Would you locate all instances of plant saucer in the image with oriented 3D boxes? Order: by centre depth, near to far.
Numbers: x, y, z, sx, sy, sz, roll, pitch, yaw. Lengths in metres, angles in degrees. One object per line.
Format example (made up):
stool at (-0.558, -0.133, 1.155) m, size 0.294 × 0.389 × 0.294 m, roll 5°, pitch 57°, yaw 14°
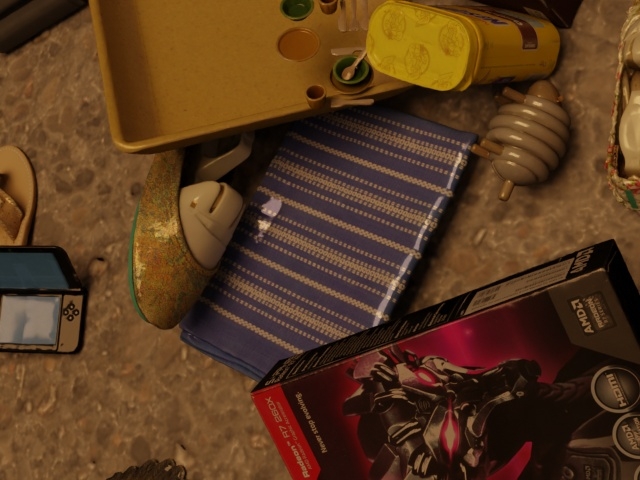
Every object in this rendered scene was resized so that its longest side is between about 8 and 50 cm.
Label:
plant saucer at (-0.083, -0.242, 1.356) m, size 0.333 × 0.081 × 0.332 m, roll -13°, pitch 58°, yaw -3°

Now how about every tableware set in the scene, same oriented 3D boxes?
tableware set at (0.003, -0.202, 1.263) m, size 0.104 × 0.024 × 0.154 m, roll -3°, pitch 59°, yaw 4°

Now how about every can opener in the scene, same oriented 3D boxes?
can opener at (-0.361, -0.351, 1.622) m, size 0.283 × 0.095 × 0.076 m, roll -25°, pitch 65°, yaw 24°

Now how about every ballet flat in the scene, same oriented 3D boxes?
ballet flat at (0.320, -0.145, 1.163) m, size 0.091 × 0.077 × 0.241 m, roll -2°, pitch 76°, yaw 32°
ballet flat at (-0.132, -0.066, 1.353) m, size 0.123 × 0.123 × 0.348 m, roll -16°, pitch 49°, yaw 27°

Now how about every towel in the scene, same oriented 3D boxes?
towel at (0.000, 0.000, 1.311) m, size 0.243 × 0.040 × 0.336 m, roll 24°, pitch 84°, yaw 38°

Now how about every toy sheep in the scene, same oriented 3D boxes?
toy sheep at (0.204, -0.101, 1.216) m, size 0.091 × 0.091 × 0.132 m, roll 21°, pitch 84°, yaw 34°

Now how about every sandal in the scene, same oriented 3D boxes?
sandal at (-0.431, -0.026, 1.588) m, size 0.088 × 0.079 × 0.240 m, roll -14°, pitch 70°, yaw 28°

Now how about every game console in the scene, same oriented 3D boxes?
game console at (-0.373, 0.075, 1.503) m, size 0.144 × 0.085 × 0.124 m, roll 0°, pitch 77°, yaw 15°

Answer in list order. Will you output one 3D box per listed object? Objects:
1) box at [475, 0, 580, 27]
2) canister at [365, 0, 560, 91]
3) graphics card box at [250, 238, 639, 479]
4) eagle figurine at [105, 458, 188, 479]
box at (0.199, -0.356, 1.237) m, size 0.167 × 0.168 × 0.203 m, roll 26°, pitch 91°, yaw 33°
canister at (0.147, -0.198, 1.219) m, size 0.126 × 0.170 × 0.073 m, roll 23°, pitch 113°, yaw 37°
graphics card box at (0.143, 0.172, 1.121) m, size 0.371 × 0.094 × 0.232 m, roll -22°, pitch 98°, yaw 24°
eagle figurine at (-0.250, 0.389, 1.313) m, size 0.226 × 0.225 × 0.298 m, roll 12°, pitch 95°, yaw 43°
